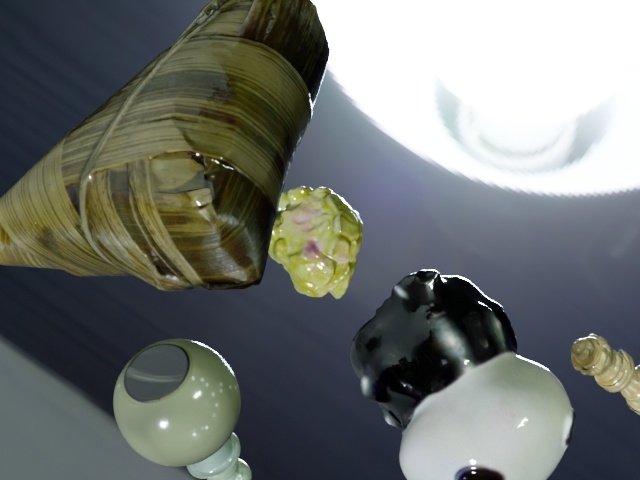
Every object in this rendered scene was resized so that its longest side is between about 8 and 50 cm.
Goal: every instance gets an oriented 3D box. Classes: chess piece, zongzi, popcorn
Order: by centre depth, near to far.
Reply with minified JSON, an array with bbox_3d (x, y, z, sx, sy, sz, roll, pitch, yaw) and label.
[{"bbox_3d":[-0.147,-0.082,1.325,0.288,0.134,0.286,-6,-136,30],"label":"zongzi"},{"bbox_3d":[0.000,0.001,1.605,0.097,0.109,0.089,-32,150,24],"label":"popcorn"},{"bbox_3d":[0.356,0.158,1.954,0.060,0.172,0.060,-23,-128,33],"label":"chess piece"}]

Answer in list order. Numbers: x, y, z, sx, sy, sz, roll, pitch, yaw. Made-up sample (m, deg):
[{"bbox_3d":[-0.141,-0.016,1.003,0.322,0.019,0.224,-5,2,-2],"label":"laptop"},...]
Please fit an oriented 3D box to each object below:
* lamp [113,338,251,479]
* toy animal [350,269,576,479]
[{"bbox_3d":[-0.089,0.143,1.191,0.091,0.091,0.163,-56,142,-27],"label":"lamp"},{"bbox_3d":[0.165,0.184,1.871,0.212,0.267,0.212,-27,159,-12],"label":"toy animal"}]
